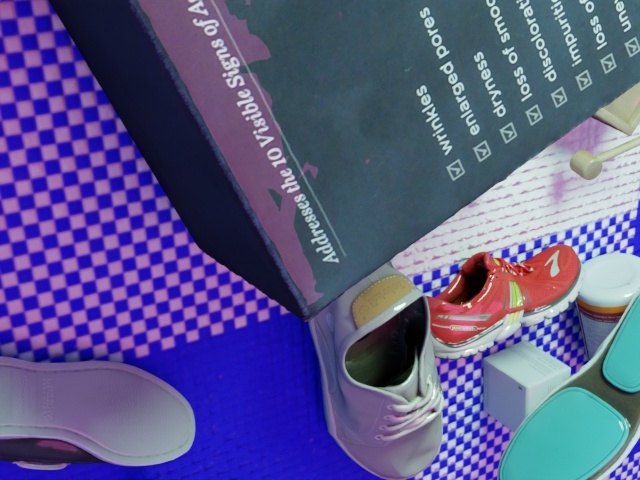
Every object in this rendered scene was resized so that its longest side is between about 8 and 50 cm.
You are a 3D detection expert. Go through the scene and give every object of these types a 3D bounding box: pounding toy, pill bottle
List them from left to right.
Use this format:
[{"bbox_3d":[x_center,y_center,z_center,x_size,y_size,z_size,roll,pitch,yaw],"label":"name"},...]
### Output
[{"bbox_3d":[0.392,-0.193,1.131,0.181,0.094,0.206,17,108,-39],"label":"pounding toy"},{"bbox_3d":[0.472,0.140,1.280,0.121,0.121,0.221,-32,121,-17],"label":"pill bottle"}]

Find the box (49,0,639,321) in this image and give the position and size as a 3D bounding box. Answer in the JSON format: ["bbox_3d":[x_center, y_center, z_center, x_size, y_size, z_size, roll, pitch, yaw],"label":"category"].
[{"bbox_3d":[0.015,-0.277,0.713,0.471,0.297,0.480,-35,113,-17],"label":"box"}]

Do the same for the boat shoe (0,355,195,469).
[{"bbox_3d":[-0.280,0.186,0.871,0.302,0.091,0.114,23,52,-34],"label":"boat shoe"}]

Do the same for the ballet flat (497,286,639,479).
[{"bbox_3d":[0.413,0.228,1.152,0.139,0.139,0.400,37,91,-35],"label":"ballet flat"}]

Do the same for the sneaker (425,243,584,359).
[{"bbox_3d":[0.256,0.063,1.138,0.279,0.107,0.118,-28,111,-22],"label":"sneaker"}]

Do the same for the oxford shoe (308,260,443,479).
[{"bbox_3d":[0.090,0.191,1.044,0.169,0.130,0.449,-33,134,-17],"label":"oxford shoe"}]

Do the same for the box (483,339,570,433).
[{"bbox_3d":[0.309,0.225,1.227,0.087,0.102,0.101,-18,118,-26],"label":"box"}]
